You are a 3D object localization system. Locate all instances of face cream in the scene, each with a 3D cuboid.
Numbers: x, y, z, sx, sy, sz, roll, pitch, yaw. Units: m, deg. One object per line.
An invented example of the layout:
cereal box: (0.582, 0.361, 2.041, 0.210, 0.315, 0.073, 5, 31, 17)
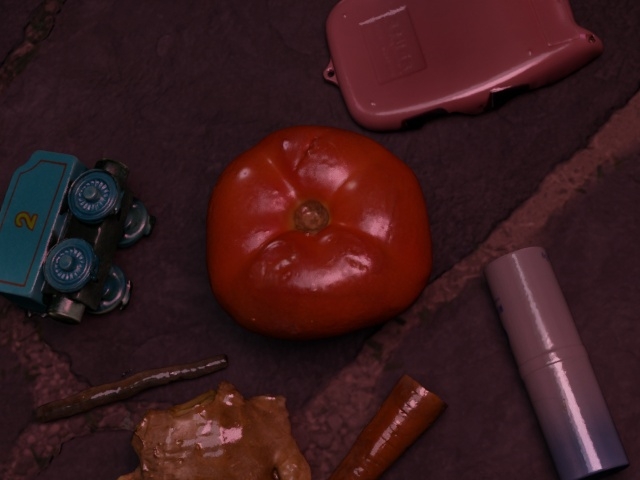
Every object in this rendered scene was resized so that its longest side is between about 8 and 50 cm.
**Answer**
face cream: (0.250, 0.134, 1.235, 0.077, 0.077, 0.250, -19, 68, 3)

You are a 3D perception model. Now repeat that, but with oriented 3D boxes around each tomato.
tomato: (0.000, -0.004, 1.271, 0.260, 0.180, 0.259, -2, 70, 7)

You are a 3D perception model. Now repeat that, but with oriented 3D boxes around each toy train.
toy train: (-0.301, -0.004, 1.361, 0.163, 0.112, 0.203, 10, 72, 19)

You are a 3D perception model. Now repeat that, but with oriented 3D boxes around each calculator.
calculator: (0.159, -0.251, 1.395, 0.330, 0.048, 0.220, -19, 71, 6)

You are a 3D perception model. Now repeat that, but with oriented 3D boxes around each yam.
yam: (-0.219, 0.168, 1.336, 0.234, 0.029, 0.027, -17, 112, 3)

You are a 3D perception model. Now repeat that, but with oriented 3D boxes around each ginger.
ginger: (-0.126, 0.238, 1.256, 0.216, 0.102, 0.157, -16, 97, -1)

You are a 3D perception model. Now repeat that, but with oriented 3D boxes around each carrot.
carrot: (0.050, 0.241, 1.251, 0.061, 0.061, 0.209, 38, 86, 19)
